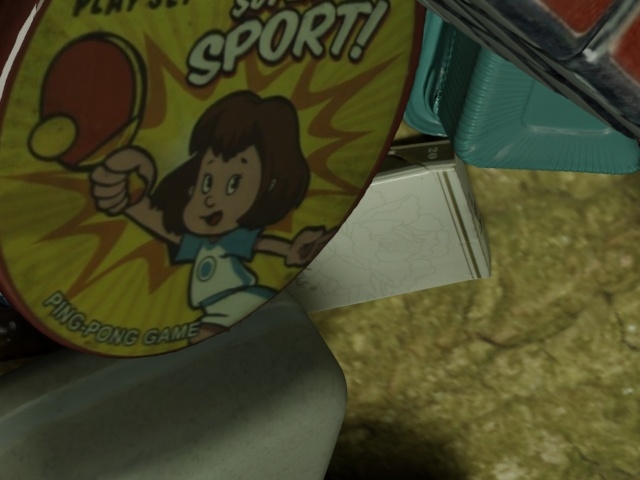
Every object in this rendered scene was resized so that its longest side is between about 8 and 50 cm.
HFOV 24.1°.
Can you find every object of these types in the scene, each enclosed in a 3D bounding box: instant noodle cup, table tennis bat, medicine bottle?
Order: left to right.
[{"bbox_3d":[-0.125,0.189,0.978,0.282,0.123,0.375,-21,152,-27],"label":"medicine bottle"},{"bbox_3d":[-0.045,-0.116,0.728,0.268,0.051,0.415,-13,129,-39],"label":"table tennis bat"},{"bbox_3d":[0.135,-0.105,0.806,0.157,0.070,0.179,3,135,-9],"label":"instant noodle cup"}]

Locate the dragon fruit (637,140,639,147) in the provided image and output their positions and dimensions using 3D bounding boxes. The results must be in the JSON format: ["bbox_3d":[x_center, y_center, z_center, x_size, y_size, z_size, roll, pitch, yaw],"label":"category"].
[{"bbox_3d":[0.277,-0.045,0.795,0.211,0.134,0.262,-39,153,-1],"label":"dragon fruit"}]

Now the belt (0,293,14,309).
[{"bbox_3d":[-0.171,-0.053,0.812,0.122,0.128,0.218,4,147,39],"label":"belt"}]

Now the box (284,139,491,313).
[{"bbox_3d":[0.000,0.000,0.932,0.198,0.029,0.109,-12,137,11],"label":"box"}]

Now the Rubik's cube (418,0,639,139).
[{"bbox_3d":[0.089,-0.201,0.539,0.238,0.237,0.237,35,97,-33],"label":"Rubik's cube"}]

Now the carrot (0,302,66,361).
[{"bbox_3d":[-0.227,0.055,0.952,0.260,0.070,0.070,-9,135,5],"label":"carrot"}]
